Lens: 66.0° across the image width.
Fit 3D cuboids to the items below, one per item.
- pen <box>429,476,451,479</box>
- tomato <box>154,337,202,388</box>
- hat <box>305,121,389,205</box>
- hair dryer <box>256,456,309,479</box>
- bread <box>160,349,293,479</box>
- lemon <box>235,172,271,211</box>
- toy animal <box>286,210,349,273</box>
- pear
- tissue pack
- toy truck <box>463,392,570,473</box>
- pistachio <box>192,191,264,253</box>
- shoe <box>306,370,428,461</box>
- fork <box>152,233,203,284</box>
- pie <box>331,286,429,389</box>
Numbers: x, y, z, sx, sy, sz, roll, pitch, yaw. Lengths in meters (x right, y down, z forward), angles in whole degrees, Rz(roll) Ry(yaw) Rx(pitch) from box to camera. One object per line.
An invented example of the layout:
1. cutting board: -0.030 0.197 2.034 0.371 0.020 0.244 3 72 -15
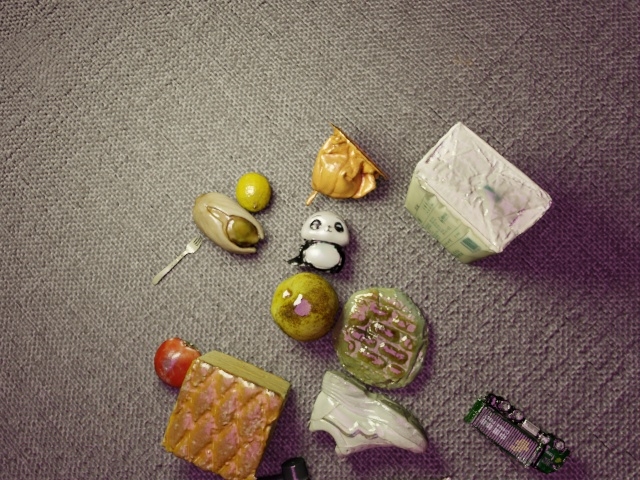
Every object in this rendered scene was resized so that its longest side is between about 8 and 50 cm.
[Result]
1. pen: 0.291 0.732 1.402 0.197 0.032 0.053 -37 81 2
2. tomato: -0.435 0.372 1.482 0.159 0.091 0.139 35 90 6
3. hat: 0.034 -0.187 1.451 0.233 0.244 0.233 -45 74 13
4. hair dryer: -0.136 0.716 1.433 0.219 0.071 0.124 -13 83 11
5. bread: -0.257 0.490 1.393 0.279 0.207 0.279 19 89 5
6. lemon: -0.205 -0.150 1.505 0.109 0.109 0.133 -8 62 5
7. toy animal: 0.000 0.000 1.455 0.166 0.138 0.179 13 90 -9
8. pear: -0.037 0.196 1.417 0.197 0.197 0.197 -1 84 6
9. tissue pack: 0.384 -0.104 1.307 0.207 0.380 0.297 -45 83 0
10. toy truck: 0.548 0.538 1.371 0.259 0.088 0.121 35 87 9
11. pistachio: -0.279 -0.050 1.479 0.238 0.153 0.137 36 91 1
12. shoe: 0.124 0.535 1.396 0.342 0.132 0.210 28 90 13
13. fork: -0.449 0.064 1.553 0.219 0.028 0.034 -44 89 4
14. pie: 0.175 0.282 1.442 0.307 0.071 0.306 -1 82 6
